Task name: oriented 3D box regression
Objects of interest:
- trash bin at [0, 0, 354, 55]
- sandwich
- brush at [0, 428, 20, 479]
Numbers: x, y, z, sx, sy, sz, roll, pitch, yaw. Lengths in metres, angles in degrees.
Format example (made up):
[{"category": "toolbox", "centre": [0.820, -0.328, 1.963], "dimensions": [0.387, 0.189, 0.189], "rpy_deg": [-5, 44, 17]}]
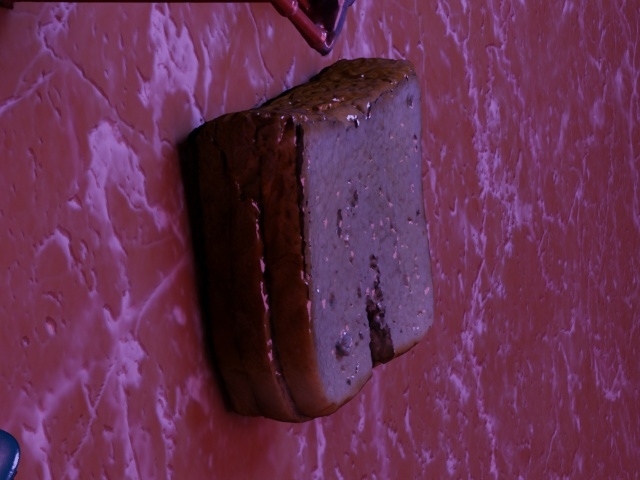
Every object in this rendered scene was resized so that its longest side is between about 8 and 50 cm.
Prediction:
[{"category": "trash bin", "centre": [-0.097, -0.200, 0.981], "dimensions": [0.161, 0.239, 0.184], "rpy_deg": [37, 53, -62]}, {"category": "sandwich", "centre": [0.001, 0.000, 1.343], "dimensions": [0.273, 0.095, 0.249], "rpy_deg": [-32, 120, -63]}, {"category": "brush", "centre": [-0.213, 0.182, 0.935], "dimensions": [0.032, 0.043, 0.193], "rpy_deg": [86, 21, -47]}]
